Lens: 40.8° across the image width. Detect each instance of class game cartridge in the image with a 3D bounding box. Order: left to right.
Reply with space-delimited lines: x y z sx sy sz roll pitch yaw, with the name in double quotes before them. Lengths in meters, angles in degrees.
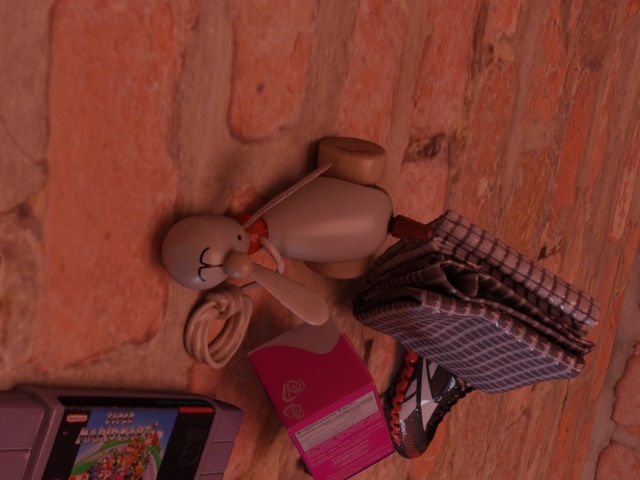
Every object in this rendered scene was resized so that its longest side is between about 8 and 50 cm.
"game cartridge" -0.216 0.254 0.819 0.355 0.068 0.230 19 93 -59

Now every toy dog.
"toy dog" 0.000 0.000 0.929 0.334 0.161 0.220 -44 138 -39

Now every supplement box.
"supplement box" 0.006 0.195 1.023 0.114 0.111 0.220 -27 145 -8

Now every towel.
"towel" 0.186 0.096 1.092 0.121 0.235 0.284 -61 -172 -18

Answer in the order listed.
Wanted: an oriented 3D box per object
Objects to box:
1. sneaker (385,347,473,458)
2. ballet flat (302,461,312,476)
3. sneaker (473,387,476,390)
"sneaker" 0.186 0.234 1.368 0.098 0.135 0.276 -13 117 -57
"ballet flat" 0.010 0.313 1.224 0.114 0.041 0.041 -24 124 -50
"sneaker" 0.294 0.173 1.559 0.341 0.125 0.139 -25 98 -48
